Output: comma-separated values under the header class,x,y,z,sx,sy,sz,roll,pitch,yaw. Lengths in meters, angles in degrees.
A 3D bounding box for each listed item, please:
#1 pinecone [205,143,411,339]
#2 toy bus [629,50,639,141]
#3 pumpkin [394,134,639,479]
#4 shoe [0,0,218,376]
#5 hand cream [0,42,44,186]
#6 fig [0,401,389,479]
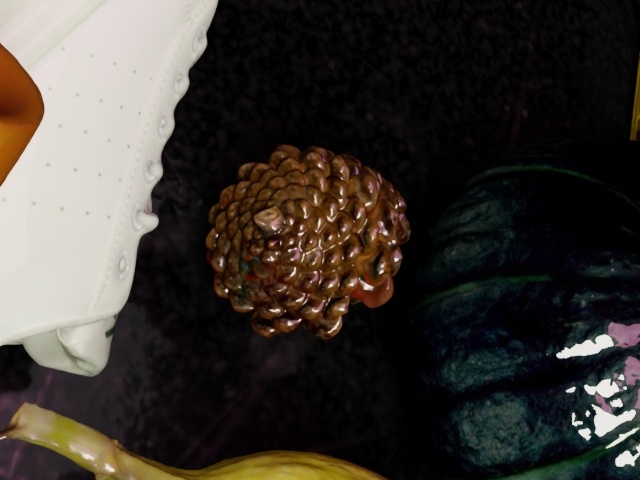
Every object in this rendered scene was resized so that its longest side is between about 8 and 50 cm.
class,x,y,z,sx,sy,sz,roll,pitch,yaw
pinecone,0.001,-0.003,0.648,0.109,0.102,0.102,-25,95,-46
toy bus,0.300,-0.167,0.872,0.145,0.151,0.331,19,70,-25
pumpkin,0.172,0.052,0.667,0.248,0.248,0.248,9,74,-35
shoe,-0.111,-0.032,0.555,0.160,0.132,0.363,51,60,-15
hand cream,-0.202,0.061,0.404,0.140,0.089,0.314,35,103,-25
fig,-0.037,0.145,0.546,0.257,0.159,0.159,43,58,-28
